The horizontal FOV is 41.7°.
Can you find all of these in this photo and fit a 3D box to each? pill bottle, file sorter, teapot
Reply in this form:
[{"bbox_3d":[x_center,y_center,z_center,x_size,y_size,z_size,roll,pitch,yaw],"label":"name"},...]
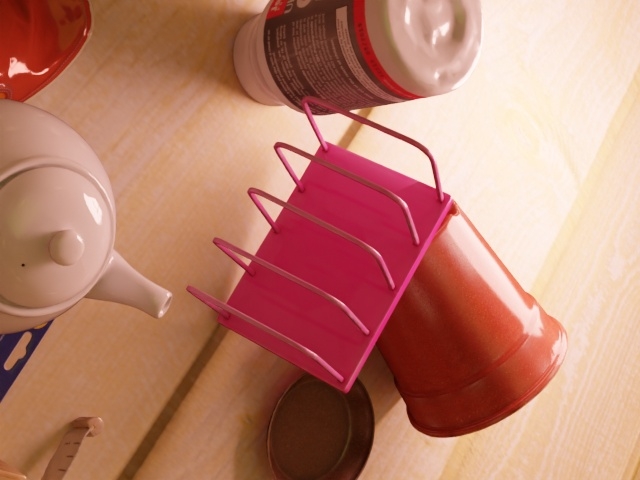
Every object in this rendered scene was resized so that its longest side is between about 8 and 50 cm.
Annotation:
[{"bbox_3d":[0.031,-0.250,1.055,0.176,0.318,0.176,0,90,-40],"label":"pill bottle"},{"bbox_3d":[0.000,0.000,1.038,0.291,0.202,0.182,-60,158,-11],"label":"file sorter"},{"bbox_3d":[-0.294,-0.016,0.804,0.256,0.187,0.253,-23,119,-40],"label":"teapot"}]

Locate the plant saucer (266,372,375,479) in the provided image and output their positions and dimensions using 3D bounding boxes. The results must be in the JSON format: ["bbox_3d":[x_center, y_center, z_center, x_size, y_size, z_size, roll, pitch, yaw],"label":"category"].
[{"bbox_3d":[-0.005,0.278,1.213,0.198,0.036,0.199,-1,91,-40],"label":"plant saucer"}]

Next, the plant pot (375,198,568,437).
[{"bbox_3d":[0.177,0.096,1.230,0.272,0.272,0.265,-44,109,-30],"label":"plant pot"}]

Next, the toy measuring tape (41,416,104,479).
[{"bbox_3d":[-0.300,0.367,0.938,0.121,0.121,0.330,43,54,-31],"label":"toy measuring tape"}]

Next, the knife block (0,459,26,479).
[{"bbox_3d":[-0.436,0.263,0.830,0.242,0.088,0.276,27,74,-35],"label":"knife block"}]

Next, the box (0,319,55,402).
[{"bbox_3d":[-0.403,0.068,0.887,0.225,0.036,0.136,42,66,-32],"label":"box"}]

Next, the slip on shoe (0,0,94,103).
[{"bbox_3d":[-0.366,-0.183,0.875,0.331,0.101,0.123,-40,113,-33],"label":"slip on shoe"}]
